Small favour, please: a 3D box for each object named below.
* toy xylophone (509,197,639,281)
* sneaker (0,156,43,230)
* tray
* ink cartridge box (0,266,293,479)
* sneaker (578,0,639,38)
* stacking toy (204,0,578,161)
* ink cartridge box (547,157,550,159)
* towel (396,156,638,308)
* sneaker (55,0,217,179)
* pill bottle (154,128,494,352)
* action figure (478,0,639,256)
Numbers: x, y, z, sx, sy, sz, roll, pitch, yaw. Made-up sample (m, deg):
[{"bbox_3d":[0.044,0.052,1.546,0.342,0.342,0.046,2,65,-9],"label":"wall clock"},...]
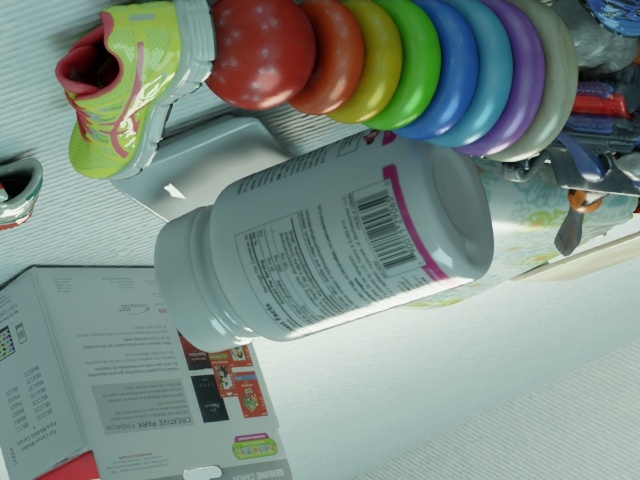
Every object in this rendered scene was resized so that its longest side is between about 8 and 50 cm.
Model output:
[{"bbox_3d":[0.343,-0.015,1.960,0.323,0.081,0.236,-21,165,35],"label":"toy xylophone"},{"bbox_3d":[-0.295,-0.029,1.245,0.161,0.057,0.075,-25,165,-38],"label":"sneaker"},{"bbox_3d":[-0.093,-0.061,1.447,0.145,0.030,0.270,-21,165,8],"label":"tray"},{"bbox_3d":[-0.201,0.175,1.665,0.130,0.272,0.309,-30,161,33],"label":"ink cartridge box"},{"bbox_3d":[0.305,-0.237,1.279,0.221,0.083,0.087,-19,152,-23],"label":"sneaker"},{"bbox_3d":[0.046,-0.134,1.198,0.330,0.141,0.141,-1,156,-39],"label":"stacking toy"},{"bbox_3d":[0.272,-0.132,1.588,0.109,0.063,0.150,-31,161,34],"label":"ink cartridge box"},{"bbox_3d":[0.114,-0.006,1.705,0.320,0.090,0.374,0,162,-34],"label":"towel"},{"bbox_3d":[-0.157,-0.114,1.124,0.094,0.081,0.208,-1,151,-31],"label":"sneaker"},{"bbox_3d":[0.000,0.000,1.391,0.283,0.160,0.160,-19,166,25],"label":"pill bottle"},{"bbox_3d":[0.247,-0.111,1.424,0.341,0.178,0.330,13,153,30],"label":"action figure"}]
